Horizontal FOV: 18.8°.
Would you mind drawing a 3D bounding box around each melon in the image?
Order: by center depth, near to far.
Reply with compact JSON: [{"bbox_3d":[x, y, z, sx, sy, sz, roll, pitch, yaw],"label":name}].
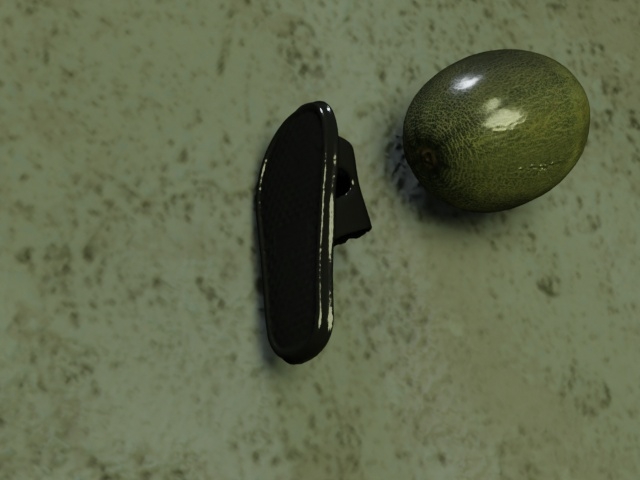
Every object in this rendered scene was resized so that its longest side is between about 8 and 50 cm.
[{"bbox_3d":[0.110,-0.068,1.181,0.131,0.098,0.098,-20,80,-34],"label":"melon"}]

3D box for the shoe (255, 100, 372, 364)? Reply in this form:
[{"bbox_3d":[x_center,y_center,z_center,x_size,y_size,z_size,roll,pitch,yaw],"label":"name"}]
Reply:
[{"bbox_3d":[0.000,0.000,1.108,0.053,0.062,0.159,23,57,-36],"label":"shoe"}]
